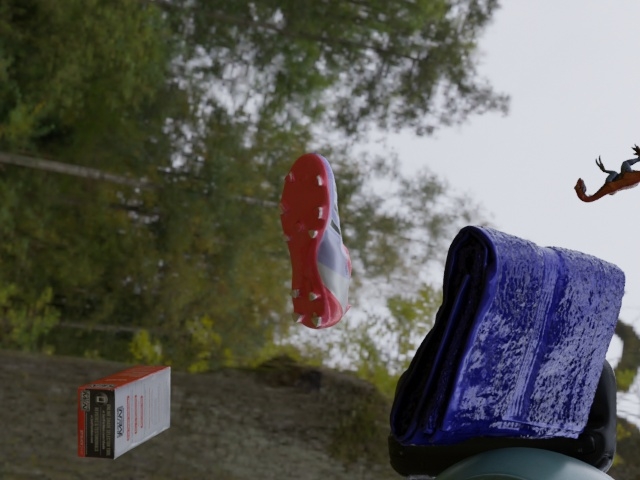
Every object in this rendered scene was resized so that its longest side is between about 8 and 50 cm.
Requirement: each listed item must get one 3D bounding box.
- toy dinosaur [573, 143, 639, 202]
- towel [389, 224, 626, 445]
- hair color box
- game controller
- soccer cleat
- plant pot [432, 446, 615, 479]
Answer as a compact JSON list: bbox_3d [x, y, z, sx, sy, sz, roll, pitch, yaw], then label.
[{"bbox_3d":[0.313,-0.066,0.984,0.082,0.047,0.090,-38,-161,-16],"label":"toy dinosaur"},{"bbox_3d":[0.218,0.115,0.987,0.076,0.308,0.228,27,-79,42],"label":"towel"},{"bbox_3d":[-0.202,0.176,0.972,0.141,0.043,0.072,-3,94,-78],"label":"hair color box"},{"bbox_3d":[0.230,0.231,1.222,0.319,0.067,0.167,-10,-128,35],"label":"game controller"},{"bbox_3d":[0.000,0.000,1.265,0.083,0.095,0.248,8,-72,34],"label":"soccer cleat"},{"bbox_3d":[0.191,0.334,0.916,0.292,0.196,0.293,-10,-118,20],"label":"plant pot"}]
